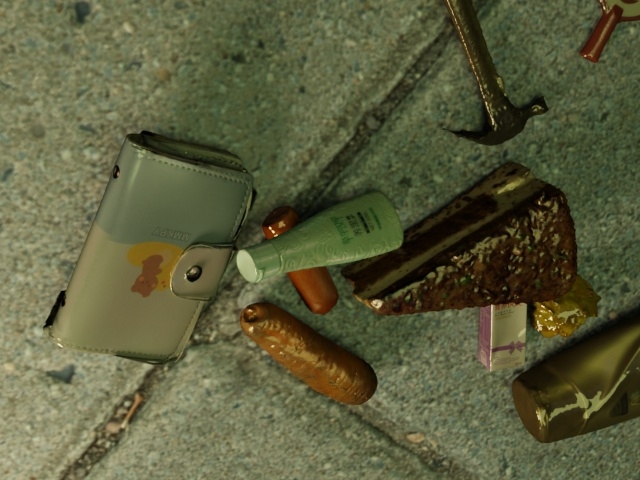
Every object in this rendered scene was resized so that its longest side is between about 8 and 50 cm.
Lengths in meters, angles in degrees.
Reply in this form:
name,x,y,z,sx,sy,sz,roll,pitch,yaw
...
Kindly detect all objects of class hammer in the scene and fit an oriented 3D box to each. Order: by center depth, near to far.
name,x,y,z,sx,sy,sz,roll,pitch,yaw
hammer,0.149,-0.234,1.009,0.125,0.027,0.297,-31,116,-11

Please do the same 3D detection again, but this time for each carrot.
name,x,y,z,sx,sy,sz,roll,pitch,yaw
carrot,-0.014,0.127,1.068,0.186,0.060,0.060,34,96,-23

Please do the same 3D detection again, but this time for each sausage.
name,x,y,z,sx,sy,sz,roll,pitch,yaw
sausage,-0.019,0.024,1.036,0.039,0.041,0.131,-38,118,-22

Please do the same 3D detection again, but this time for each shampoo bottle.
name,x,y,z,sx,sy,sz,roll,pitch,yaw
shampoo bottle,0.000,0.000,0.993,0.191,0.041,0.069,-18,82,-35
shampoo bottle,0.411,0.153,1.207,0.350,0.084,0.125,-21,112,-10

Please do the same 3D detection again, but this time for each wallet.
name,x,y,z,sx,sy,sz,roll,pitch,yaw
wallet,-0.167,0.010,0.967,0.170,0.069,0.231,13,108,-41

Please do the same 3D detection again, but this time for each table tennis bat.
name,x,y,z,sx,sy,sz,roll,pitch,yaw
table tennis bat,0.333,-0.270,1.066,0.098,0.019,0.154,25,96,-25

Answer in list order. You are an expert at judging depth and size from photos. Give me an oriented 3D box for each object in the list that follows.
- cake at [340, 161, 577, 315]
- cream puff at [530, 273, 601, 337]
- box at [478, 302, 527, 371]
name,x,y,z,sx,sy,sz,roll,pitch,yaw
cake,0.163,0.037,1.065,0.246,0.112,0.135,-33,118,-5
cream puff,0.293,0.080,1.153,0.083,0.058,0.083,1,106,-18
box,0.216,0.095,1.145,0.051,0.036,0.117,-10,112,-16
